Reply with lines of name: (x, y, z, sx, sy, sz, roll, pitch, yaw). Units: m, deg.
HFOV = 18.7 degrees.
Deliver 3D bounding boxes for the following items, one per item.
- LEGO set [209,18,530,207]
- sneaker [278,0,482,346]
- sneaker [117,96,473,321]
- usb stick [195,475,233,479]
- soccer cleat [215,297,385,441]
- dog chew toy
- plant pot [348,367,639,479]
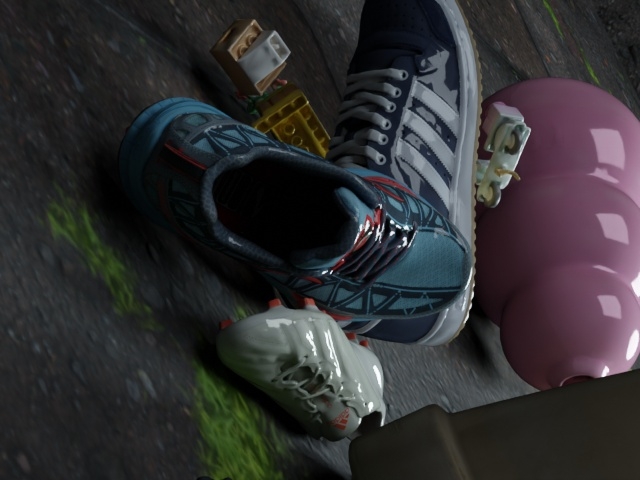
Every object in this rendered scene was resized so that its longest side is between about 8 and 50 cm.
LEGO set: (0.017, -0.087, 1.542, 0.287, 0.132, 0.107, 17, 16, -27)
sneaker: (0.031, -0.067, 1.387, 0.153, 0.099, 0.282, 4, 81, -41)
sneaker: (0.000, 0.000, 1.222, 0.261, 0.104, 0.125, 20, 5, -31)
usb stick: (0.050, 0.206, 1.028, 0.278, 0.045, 0.077, 29, -2, 4)
soccer cleat: (-0.003, 0.089, 1.255, 0.196, 0.068, 0.076, 30, 41, -62)
dog chew toy: (0.224, 0.004, 1.829, 0.206, 0.206, 0.332, 46, 31, -40)
plant pot: (0.211, 0.205, 1.214, 0.323, 0.280, 0.323, 61, 4, -8)
